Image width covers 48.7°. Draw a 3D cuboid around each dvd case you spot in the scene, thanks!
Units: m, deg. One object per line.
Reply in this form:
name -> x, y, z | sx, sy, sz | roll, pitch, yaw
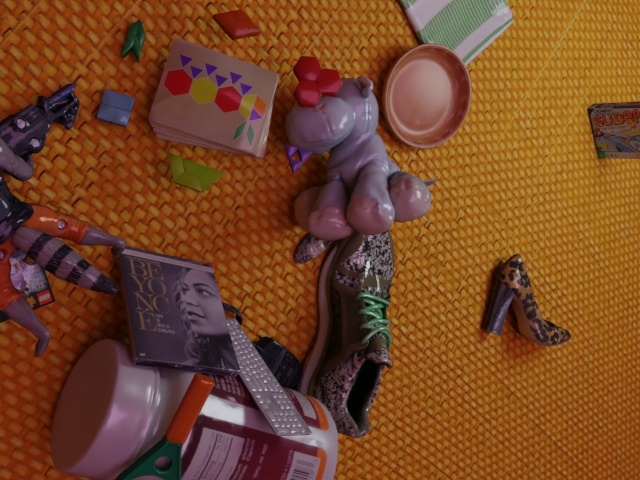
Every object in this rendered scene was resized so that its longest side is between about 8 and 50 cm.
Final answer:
dvd case -> -0.215, 0.102, 1.057 | 0.165, 0.221, 0.018 | 15, 126, -35

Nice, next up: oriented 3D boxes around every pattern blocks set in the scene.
pattern blocks set -> -0.156, -0.213, 1.080 | 0.325, 0.026, 0.285 | 26, 82, -10

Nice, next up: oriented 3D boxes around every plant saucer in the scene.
plant saucer -> 0.202, -0.280, 1.372 | 0.200, 0.037, 0.199 | -8, 108, -24

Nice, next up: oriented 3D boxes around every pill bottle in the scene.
pill bottle -> -0.184, 0.298, 1.080 | 0.392, 0.224, 0.224 | 28, 80, -34

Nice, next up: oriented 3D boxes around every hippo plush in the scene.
hippo plush -> 0.071, -0.154, 1.194 | 0.294, 0.234, 0.236 | -27, 111, -29

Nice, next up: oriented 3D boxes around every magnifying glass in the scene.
magnifying glass -> -0.202, 0.280, 0.921 | 0.092, 0.026, 0.231 | 26, 96, -24

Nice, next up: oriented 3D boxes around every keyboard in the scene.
keyboard -> -0.102, 0.203, 1.087 | 0.072, 0.256, 0.014 | 22, 110, -48

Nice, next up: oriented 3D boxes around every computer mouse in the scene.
computer mouse -> -0.123, 0.182, 1.228 | 0.242, 0.041, 0.071 | 44, 62, -24

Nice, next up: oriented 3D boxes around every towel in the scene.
towel -> 0.251, -0.512, 1.394 | 0.248, 0.038, 0.324 | -44, 119, -21

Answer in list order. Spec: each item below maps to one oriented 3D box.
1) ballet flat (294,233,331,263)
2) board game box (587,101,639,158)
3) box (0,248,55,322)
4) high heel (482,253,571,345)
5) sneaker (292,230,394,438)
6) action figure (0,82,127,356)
ballet flat -> 0.000, 0.000, 1.283 | 0.114, 0.041, 0.041 | -45, 119, -22
board game box -> 0.743, -0.261, 1.674 | 0.035, 0.201, 0.136 | -33, 113, -28
box -> -0.451, 0.066, 0.981 | 0.137, 0.027, 0.093 | -24, 110, -31
high heel -> 0.501, 0.140, 1.619 | 0.261, 0.093, 0.186 | 14, 95, -27
sneaker -> 0.085, 0.171, 1.279 | 0.158, 0.182, 0.410 | 15, 87, -35
action figure -> -0.389, -0.068, 0.913 | 0.330, 0.179, 0.341 | 48, 65, -26
